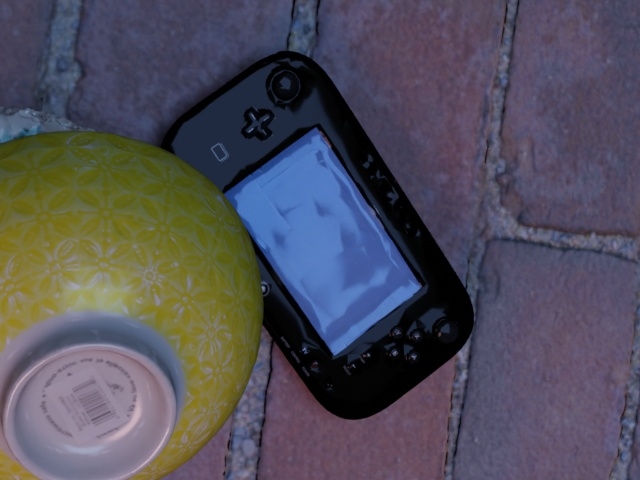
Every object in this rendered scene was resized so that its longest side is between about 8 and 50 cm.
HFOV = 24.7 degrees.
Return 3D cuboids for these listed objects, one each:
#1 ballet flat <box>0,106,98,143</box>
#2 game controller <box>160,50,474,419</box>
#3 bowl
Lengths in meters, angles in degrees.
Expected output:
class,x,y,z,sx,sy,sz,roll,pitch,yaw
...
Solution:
class,x,y,z,sx,sy,sz,roll,pitch,yaw
ballet flat,-0.342,-0.064,1.069,0.409,0.147,0.147,11,89,-20
game controller,0.000,0.000,1.260,0.166,0.067,0.319,-39,107,-17
bowl,-0.169,0.084,1.025,0.289,0.156,0.289,-6,118,-12
